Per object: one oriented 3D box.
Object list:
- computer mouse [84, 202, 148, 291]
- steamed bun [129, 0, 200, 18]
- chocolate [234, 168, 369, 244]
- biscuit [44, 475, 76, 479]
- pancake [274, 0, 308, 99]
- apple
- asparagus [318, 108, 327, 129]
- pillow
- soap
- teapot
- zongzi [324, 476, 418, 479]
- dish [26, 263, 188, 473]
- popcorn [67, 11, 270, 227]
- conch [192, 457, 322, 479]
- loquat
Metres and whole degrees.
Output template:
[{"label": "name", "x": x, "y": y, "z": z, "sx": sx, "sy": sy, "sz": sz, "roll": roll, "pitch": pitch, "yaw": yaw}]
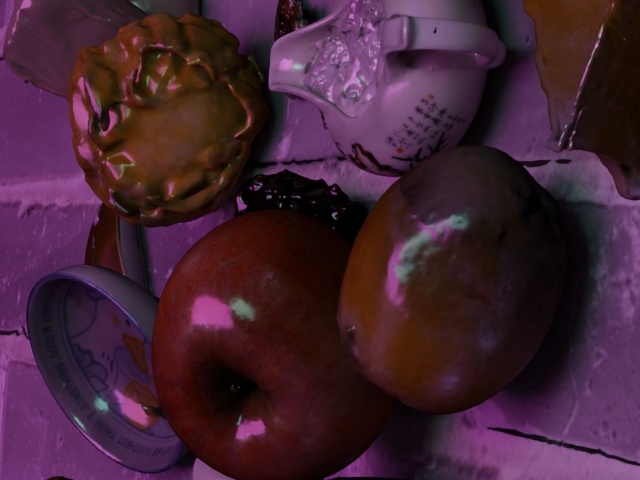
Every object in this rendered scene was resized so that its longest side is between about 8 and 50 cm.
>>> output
[{"label": "computer mouse", "x": -0.275, "y": 0.036, "z": 2.227, "sx": 0.126, "sy": 0.056, "sz": 0.245, "roll": -48, "pitch": 43, "yaw": 48}, {"label": "steamed bun", "x": -0.256, "y": -0.285, "z": 2.150, "sx": 0.232, "sy": 0.145, "sz": 0.232, "roll": -20, "pitch": 67, "yaw": 60}, {"label": "chocolate", "x": 0.000, "y": 0.000, "z": 1.666, "sx": 0.133, "sy": 0.156, "sz": 0.156, "roll": -4, "pitch": 80, "yaw": 34}, {"label": "biscuit", "x": -0.284, "y": 0.528, "z": 2.033, "sx": 0.343, "sy": 0.166, "sz": 0.395, "roll": -58, "pitch": 39, "yaw": 38}, {"label": "pancake", "x": -0.032, "y": -0.212, "z": 1.823, "sx": 0.129, "sy": 0.022, "sz": 0.116, "roll": -119, "pitch": 32, "yaw": -69}, {"label": "apple", "x": -0.035, "y": 0.093, "z": 1.534, "sx": 0.253, "sy": 0.253, "sz": 0.254, "roll": -18, "pitch": 69, "yaw": 60}, {"label": "asparagus", "x": -0.001, "y": -0.170, "z": 1.781, "sx": 0.018, "sy": 0.015, "sz": 0.127, "roll": -48, "pitch": 45, "yaw": 49}, {"label": "pillow", "x": -0.248, "y": -0.227, "z": 2.025, "sx": 0.173, "sy": 0.270, "sz": 0.067, "roll": -60, "pitch": 16, "yaw": 23}, {"label": "soap", "x": 0.181, "y": -0.228, "z": 1.288, "sx": 0.338, "sy": 0.169, "sz": 0.304, "roll": 39, "pitch": 109, "yaw": 59}, {"label": "teapot", "x": 0.069, "y": -0.168, "z": 1.510, "sx": 0.299, "sy": 0.165, "sz": 0.208, "roll": 165, "pitch": 121, "yaw": -71}, {"label": "zongzi", "x": -0.119, "y": 0.339, "z": 1.475, "sx": 0.403, "sy": 0.432, "sz": 0.208, "roll": -44, "pitch": 53, "yaw": 49}, {"label": "dish", "x": -0.217, "y": 0.134, "z": 2.026, "sx": 0.273, "sy": 0.134, "sz": 0.273, "roll": 28, "pitch": 135, "yaw": 33}, {"label": "popcorn", "x": -0.179, "y": -0.145, "z": 1.907, "sx": 0.190, "sy": 0.250, "sz": 0.250, "roll": -49, "pitch": -28, "yaw": -76}, {"label": "conch", "x": -0.067, "y": 0.248, "z": 1.753, "sx": 0.176, "sy": 0.104, "sz": 0.094, "roll": -15, "pitch": 100, "yaw": 57}, {"label": "loquat", "x": 0.108, "y": 0.031, "z": 1.372, "sx": 0.179, "sy": 0.179, "sz": 0.227, "roll": 47, "pitch": 119, "yaw": 55}]
